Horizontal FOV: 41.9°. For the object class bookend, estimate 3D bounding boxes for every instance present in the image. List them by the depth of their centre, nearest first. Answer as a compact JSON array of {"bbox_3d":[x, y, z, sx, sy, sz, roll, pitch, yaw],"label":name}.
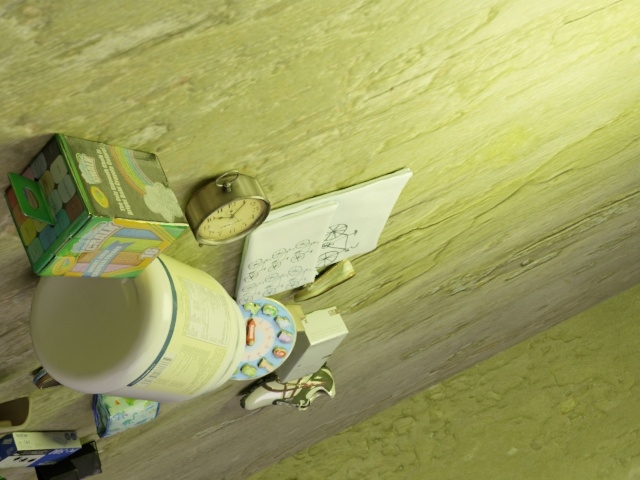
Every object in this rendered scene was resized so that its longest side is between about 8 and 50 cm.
[{"bbox_3d":[-0.594,0.562,2.017,0.157,0.072,0.156,-16,-168,-28],"label":"bookend"}]

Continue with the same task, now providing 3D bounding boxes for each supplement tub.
[{"bbox_3d":[-0.277,0.138,1.344,0.235,0.235,0.325,-32,158,10],"label":"supplement tub"}]

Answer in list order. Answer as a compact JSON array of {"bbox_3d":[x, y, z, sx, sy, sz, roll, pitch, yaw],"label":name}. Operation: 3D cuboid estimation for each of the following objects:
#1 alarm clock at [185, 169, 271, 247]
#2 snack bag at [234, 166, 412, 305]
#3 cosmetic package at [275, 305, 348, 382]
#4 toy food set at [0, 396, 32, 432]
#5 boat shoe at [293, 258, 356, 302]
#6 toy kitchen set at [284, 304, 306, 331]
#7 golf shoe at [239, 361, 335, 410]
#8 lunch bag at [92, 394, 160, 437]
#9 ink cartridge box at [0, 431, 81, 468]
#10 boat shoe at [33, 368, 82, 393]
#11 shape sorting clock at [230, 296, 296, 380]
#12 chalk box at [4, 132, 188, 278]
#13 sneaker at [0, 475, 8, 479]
[{"bbox_3d":[-0.145,-0.059,1.295,0.129,0.064,0.192,-21,159,-16],"label":"alarm clock"},{"bbox_3d":[0.000,0.000,1.626,0.342,0.037,0.323,-19,156,-21],"label":"snack bag"},{"bbox_3d":[-0.032,0.264,2.101,0.117,0.085,0.231,-15,156,-30],"label":"cosmetic package"},{"bbox_3d":[-0.673,0.307,1.420,0.219,0.092,0.306,-17,166,15],"label":"toy food set"},{"bbox_3d":[0.003,0.089,1.824,0.153,0.048,0.056,-29,171,21],"label":"boat shoe"},{"bbox_3d":[-0.079,0.196,1.916,0.075,0.068,0.083,-41,154,28],"label":"toy kitchen set"},{"bbox_3d":[-0.090,0.425,2.338,0.272,0.120,0.105,-22,159,-10],"label":"golf shoe"},{"bbox_3d":[-0.436,0.379,1.870,0.128,0.096,0.151,-16,145,-27],"label":"lunch bag"},{"bbox_3d":[-0.651,0.475,1.896,0.097,0.046,0.207,-32,158,15],"label":"ink cartridge box"},{"bbox_3d":[-0.458,0.258,1.617,0.183,0.066,0.066,-18,156,-23],"label":"boat shoe"},{"bbox_3d":[-0.150,0.209,1.766,0.206,0.040,0.206,-6,115,-13],"label":"shape sorting clock"},{"bbox_3d":[-0.304,-0.040,1.067,0.132,0.132,0.213,-40,154,28],"label":"chalk box"},{"bbox_3d":[-0.779,0.549,1.798,0.146,0.134,0.343,9,156,30],"label":"sneaker"}]
